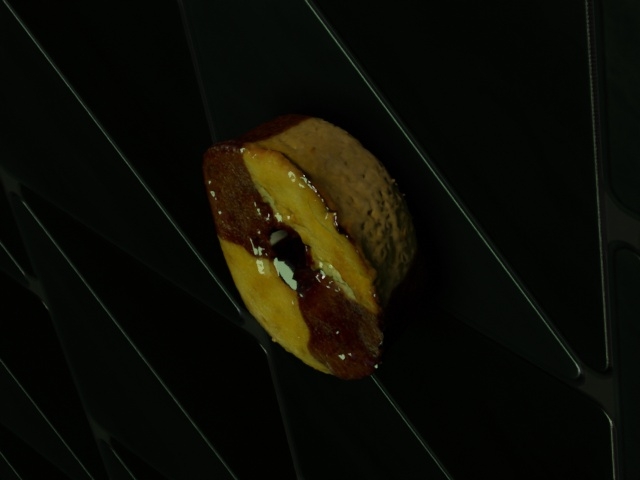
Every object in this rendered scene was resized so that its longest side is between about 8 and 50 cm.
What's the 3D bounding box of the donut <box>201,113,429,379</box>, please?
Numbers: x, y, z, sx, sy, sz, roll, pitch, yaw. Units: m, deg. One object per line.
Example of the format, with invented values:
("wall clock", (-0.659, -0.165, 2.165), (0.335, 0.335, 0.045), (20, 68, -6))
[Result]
("donut", (0.000, 0.000, 1.187), (0.166, 0.073, 0.184), (18, 138, 50))
